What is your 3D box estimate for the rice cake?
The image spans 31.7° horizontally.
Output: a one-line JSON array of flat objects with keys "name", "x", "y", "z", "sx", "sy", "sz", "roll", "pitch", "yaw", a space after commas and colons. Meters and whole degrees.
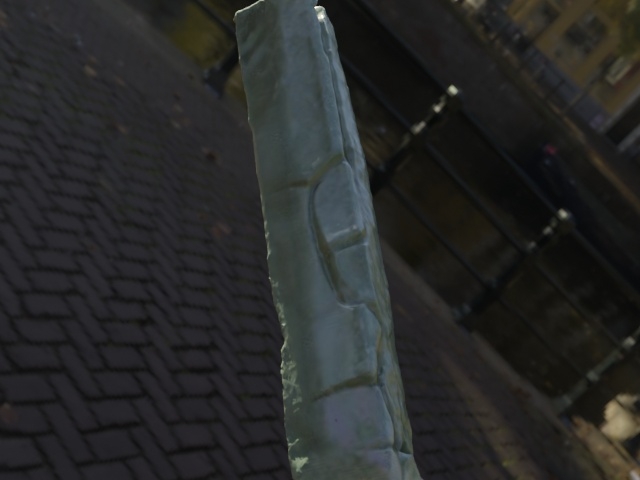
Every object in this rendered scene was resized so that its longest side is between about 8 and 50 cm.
[{"name": "rice cake", "x": 0.000, "y": 0.000, "z": 0.654, "sx": 0.063, "sy": 0.066, "sz": 0.336, "roll": 40, "pitch": 34, "yaw": -56}]
